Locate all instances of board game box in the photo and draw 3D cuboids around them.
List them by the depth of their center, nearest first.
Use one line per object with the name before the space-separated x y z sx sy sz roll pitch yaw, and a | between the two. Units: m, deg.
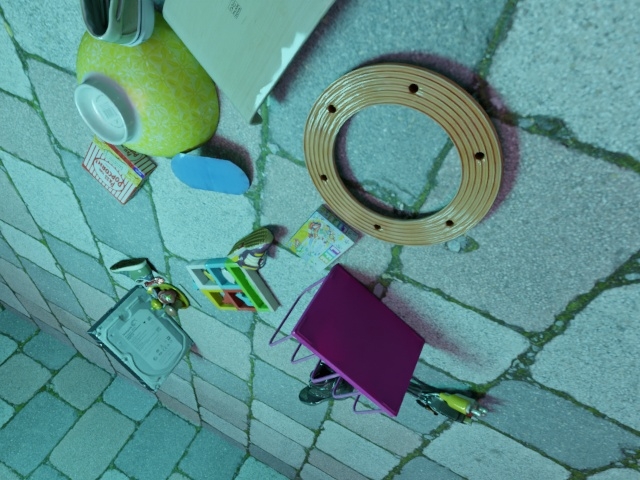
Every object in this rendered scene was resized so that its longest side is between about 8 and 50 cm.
board game box | -0.235 -0.153 0.878 0.168 0.033 0.133 8 155 0
board game box | 0.000 0.000 0.889 0.103 0.026 0.154 39 139 -6
board game box | -0.517 -0.190 1.035 0.147 0.045 0.193 47 138 -14

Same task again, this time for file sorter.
file sorter | 0.056 0.246 0.962 0.290 0.202 0.182 41 142 -8

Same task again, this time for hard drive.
hard drive | -0.661 0.369 1.530 0.064 0.237 0.339 -10 123 39

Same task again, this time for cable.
cable | 0.299 0.407 1.085 0.287 0.072 0.139 21 167 34

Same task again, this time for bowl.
bowl | -0.358 -0.269 0.767 0.289 0.156 0.290 19 137 18

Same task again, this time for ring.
ring | 0.125 -0.127 0.680 0.336 0.032 0.337 19 138 18

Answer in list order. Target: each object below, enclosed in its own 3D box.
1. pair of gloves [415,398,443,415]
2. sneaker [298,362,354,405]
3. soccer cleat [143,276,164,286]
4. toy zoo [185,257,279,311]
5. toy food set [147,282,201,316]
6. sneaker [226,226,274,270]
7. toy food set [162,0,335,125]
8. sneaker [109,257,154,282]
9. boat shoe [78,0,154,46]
pair of gloves | 0.301 0.454 1.097 0.083 0.010 0.074 25 178 -33
sneaker | -0.011 0.458 1.302 0.130 0.087 0.227 48 135 -13
soccer cleat | -0.576 0.143 1.415 0.083 0.035 0.029 -17 97 17
toy zoo | -0.279 0.134 1.203 0.293 0.030 0.192 -6 126 38
toy food set | -0.539 0.217 1.427 0.217 0.071 0.128 -5 126 37
sneaker | -0.152 0.027 0.995 0.084 0.070 0.185 42 146 -23
toy food set | -0.094 -0.342 0.588 0.220 0.092 0.306 52 137 -2
sneaker | -0.649 0.114 1.403 0.192 0.064 0.086 -7 120 34
boat shoe | -0.298 -0.436 0.564 0.109 0.094 0.302 5 118 8
